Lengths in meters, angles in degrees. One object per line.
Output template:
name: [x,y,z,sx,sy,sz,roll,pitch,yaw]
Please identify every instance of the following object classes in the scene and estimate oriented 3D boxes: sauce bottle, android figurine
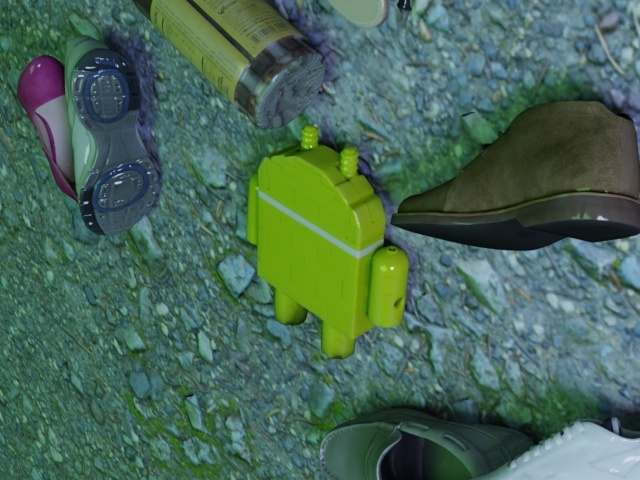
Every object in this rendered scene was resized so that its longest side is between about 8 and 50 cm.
sauce bottle: [-0.137,-0.267,1.319,0.344,0.111,0.111,47,140,23]
android figurine: [0.000,0.000,1.353,0.248,0.056,0.272,31,132,36]

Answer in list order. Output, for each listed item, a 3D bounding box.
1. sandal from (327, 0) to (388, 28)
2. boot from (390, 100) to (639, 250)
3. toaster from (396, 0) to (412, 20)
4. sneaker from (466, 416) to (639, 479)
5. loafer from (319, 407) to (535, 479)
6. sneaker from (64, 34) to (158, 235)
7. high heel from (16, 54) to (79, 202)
sandal: [-0.025,-0.309,1.184,0.088,0.079,0.240,-29,88,53]
boot: [0.179,-0.054,1.103,0.305,0.112,0.115,-9,74,56]
toaster: [0.074,-0.324,1.032,0.168,0.110,0.185,43,138,26]
sneaker: [0.235,0.218,1.126,0.235,0.090,0.094,-12,92,16]
loafer: [0.097,0.246,1.321,0.319,0.111,0.112,-12,83,50]
sneaker: [-0.289,-0.142,1.599,0.129,0.111,0.297,-126,32,-49]
high heel: [-0.358,-0.149,1.642,0.117,0.082,0.244,56,156,25]
